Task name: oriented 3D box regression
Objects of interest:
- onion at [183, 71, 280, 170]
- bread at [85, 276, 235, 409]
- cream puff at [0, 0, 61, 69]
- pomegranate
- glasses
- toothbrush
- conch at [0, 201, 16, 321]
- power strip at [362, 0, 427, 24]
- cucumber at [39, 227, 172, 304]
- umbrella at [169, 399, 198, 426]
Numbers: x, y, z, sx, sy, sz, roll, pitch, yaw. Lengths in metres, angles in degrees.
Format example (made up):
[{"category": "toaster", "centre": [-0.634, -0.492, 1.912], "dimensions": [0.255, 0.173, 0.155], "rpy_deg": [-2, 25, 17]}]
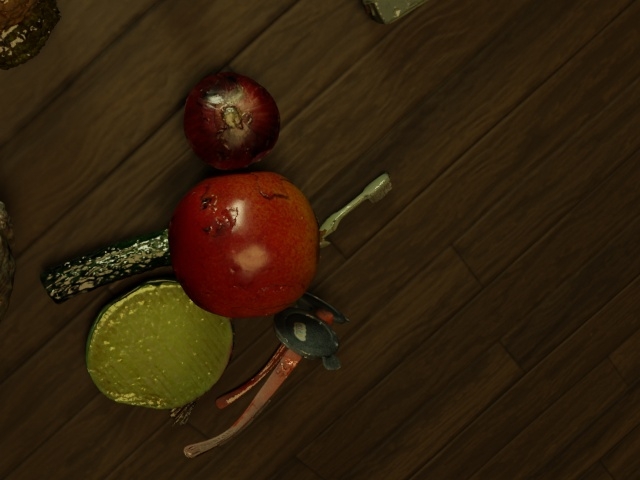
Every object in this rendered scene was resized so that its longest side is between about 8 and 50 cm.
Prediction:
[{"category": "onion", "centre": [-0.118, -0.155, 0.993], "dimensions": [0.131, 0.131, 0.131], "rpy_deg": [-9, 117, -18]}, {"category": "bread", "centre": [-0.239, 0.155, 1.140], "dimensions": [0.228, 0.033, 0.229], "rpy_deg": [-10, 117, -20]}, {"category": "cream puff", "centre": [-0.356, -0.271, 0.828], "dimensions": [0.183, 0.183, 0.169], "rpy_deg": [-36, 144, -3]}, {"category": "pomegranate", "centre": [-0.094, 0.003, 1.035], "dimensions": [0.235, 0.210, 0.210], "rpy_deg": [-2, 118, -53]}, {"category": "glasses", "centre": [-0.068, 0.206, 1.133], "dimensions": [0.118, 0.234, 0.268], "rpy_deg": [33, 105, -3]}, {"category": "toothbrush", "centre": [-0.003, -0.003, 1.164], "dimensions": [0.294, 0.026, 0.028], "rpy_deg": [-39, 123, -1]}, {"category": "conch", "centre": [-0.446, 0.019, 0.916], "dimensions": [0.162, 0.178, 0.245], "rpy_deg": [-28, 145, -19]}, {"category": "power strip", "centre": [0.166, -0.389, 1.034], "dimensions": [0.272, 0.052, 0.078], "rpy_deg": [-34, 122, -5]}, {"category": "cucumber", "centre": [-0.289, 0.033, 1.048], "dimensions": [0.187, 0.058, 0.058], "rpy_deg": [-19, 120, -14]}, {"category": "umbrella", "centre": [-0.213, 0.264, 1.212], "dimensions": [0.031, 0.020, 0.083], "rpy_deg": [40, 96, 7]}]
